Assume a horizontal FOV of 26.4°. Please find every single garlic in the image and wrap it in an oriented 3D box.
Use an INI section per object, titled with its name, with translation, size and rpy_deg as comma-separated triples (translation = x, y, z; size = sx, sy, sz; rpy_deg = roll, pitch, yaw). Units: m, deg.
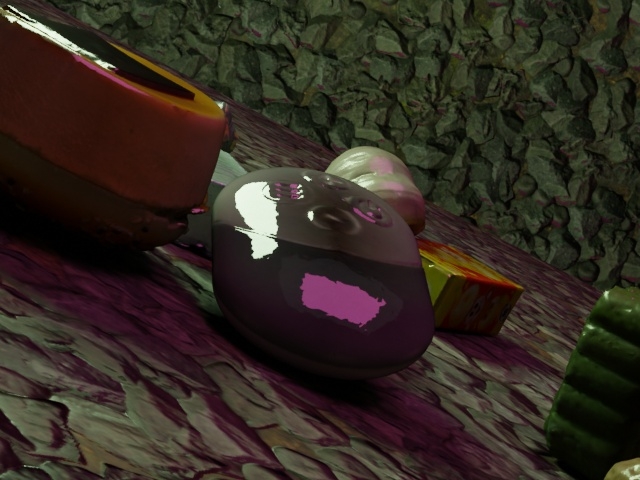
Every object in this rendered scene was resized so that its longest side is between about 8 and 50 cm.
[garlic]
translation = 0.058, -0.067, 1.947
size = 0.178, 0.142, 0.229
rpy_deg = 6, -3, -22

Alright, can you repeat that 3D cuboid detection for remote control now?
[remote control]
translation = 0.000, 0.025, 1.349
size = 0.221, 0.103, 0.332
rpy_deg = 11, 31, -11

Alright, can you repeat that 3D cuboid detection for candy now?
[candy]
translation = 0.168, 0.062, 1.924
size = 0.146, 0.088, 0.276
rpy_deg = 32, 9, 26

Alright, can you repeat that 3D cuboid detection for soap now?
[soap]
translation = -0.155, -0.064, 1.627
size = 0.150, 0.094, 0.261
rpy_deg = 24, 10, -23

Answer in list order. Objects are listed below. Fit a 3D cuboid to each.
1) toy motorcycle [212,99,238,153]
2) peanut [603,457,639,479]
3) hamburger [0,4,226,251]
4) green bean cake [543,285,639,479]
[toy motorcycle]
translation = -0.214, -0.163, 1.904
size = 0.173, 0.108, 0.307
rpy_deg = 18, -2, -25
[peanut]
translation = 0.311, 0.250, 1.203
size = 0.099, 0.099, 0.214
rpy_deg = 26, 10, -11
[hamburger]
translation = -0.232, -0.102, 1.320
size = 0.300, 0.176, 0.300
rpy_deg = 28, 9, -5
[green bean cake]
translation = 0.347, 0.163, 1.454
size = 0.200, 0.214, 0.113
rpy_deg = 19, 6, -46
